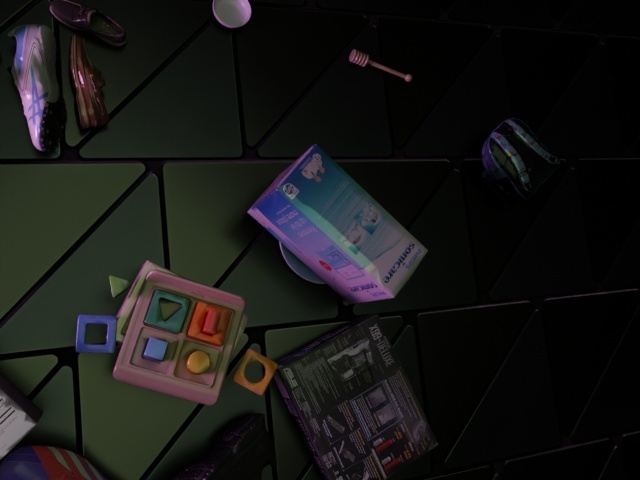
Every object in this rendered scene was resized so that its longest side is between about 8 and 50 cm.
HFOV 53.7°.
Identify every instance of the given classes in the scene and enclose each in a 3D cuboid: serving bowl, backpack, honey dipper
[{"bbox_3d":[-0.192,-0.491,1.352,0.083,0.027,0.083,3,80,-21],"label":"serving bowl"},{"bbox_3d":[0.453,-0.192,1.501,0.158,0.117,0.173,-44,98,-21],"label":"backpack"},{"bbox_3d":[0.143,-0.401,1.468,0.161,0.030,0.030,17,75,-22],"label":"honey dipper"}]

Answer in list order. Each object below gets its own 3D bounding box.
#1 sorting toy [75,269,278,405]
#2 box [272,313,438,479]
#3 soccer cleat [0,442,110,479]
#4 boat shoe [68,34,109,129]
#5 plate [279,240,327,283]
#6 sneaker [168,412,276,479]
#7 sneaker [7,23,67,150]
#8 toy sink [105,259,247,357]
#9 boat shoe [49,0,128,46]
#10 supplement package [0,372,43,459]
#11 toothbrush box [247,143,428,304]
[{"bbox_3d":[-0.232,0.164,1.073,0.348,0.047,0.195,19,75,-13],"label":"sorting toy"},{"bbox_3d":[0.068,0.337,1.285,0.243,0.076,0.307,-26,91,-23],"label":"box"},{"bbox_3d":[-0.378,0.438,1.035,0.318,0.116,0.108,46,70,-26],"label":"soccer cleat"},{"bbox_3d":[-0.444,-0.301,1.207,0.060,0.064,0.177,-9,91,-27],"label":"boat shoe"},{"bbox_3d":[0.000,0.000,1.345,0.188,0.024,0.188,4,79,-20],"label":"plate"},{"bbox_3d":[-0.175,0.437,1.129,0.286,0.109,0.130,-35,104,-43],"label":"sneaker"},{"bbox_3d":[-0.527,-0.279,1.167,0.086,0.085,0.237,-7,87,4],"label":"sneaker"},{"bbox_3d":[-0.250,0.158,1.163,0.234,0.131,0.152,29,73,-15],"label":"toy sink"},{"bbox_3d":[-0.448,-0.433,1.231,0.152,0.049,0.056,20,75,-16],"label":"boat shoe"},{"bbox_3d":[-0.568,0.264,0.988,0.203,0.194,0.149,47,68,-7],"label":"supplement package"},{"bbox_3d":[0.027,-0.019,1.229,0.295,0.216,0.126,42,70,-11],"label":"toothbrush box"}]
